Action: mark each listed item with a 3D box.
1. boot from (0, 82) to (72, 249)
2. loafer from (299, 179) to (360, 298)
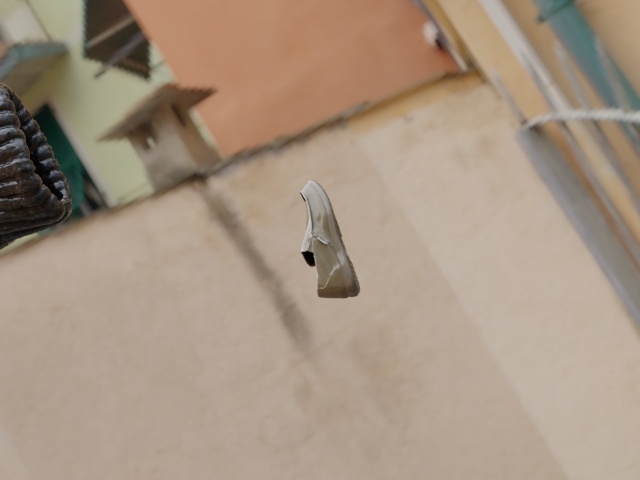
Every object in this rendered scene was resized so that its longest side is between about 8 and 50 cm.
[{"bbox_3d":[-0.460,-0.114,1.533,0.260,0.348,0.131,-32,13,13],"label":"boot"},{"bbox_3d":[0.000,0.000,1.529,0.050,0.148,0.056,-20,-28,1],"label":"loafer"}]
